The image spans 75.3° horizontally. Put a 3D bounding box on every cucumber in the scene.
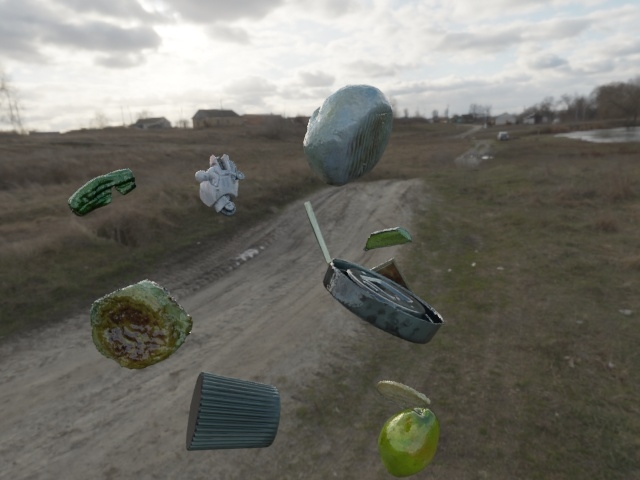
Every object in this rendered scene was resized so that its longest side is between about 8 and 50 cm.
[{"bbox_3d":[0.234,-0.012,1.536,0.220,0.070,0.046,-14,34,43],"label":"cucumber"}]

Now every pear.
[{"bbox_3d":[0.285,0.629,1.321,0.187,0.220,0.187,34,8,-6],"label":"pear"}]

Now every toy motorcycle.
[{"bbox_3d":[-0.380,-0.213,1.530,0.170,0.260,0.110,22,-40,-38],"label":"toy motorcycle"}]

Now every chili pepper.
[{"bbox_3d":[-0.790,-0.180,1.502,0.083,0.099,0.253,8,39,48],"label":"chili pepper"}]

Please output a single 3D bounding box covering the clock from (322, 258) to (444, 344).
[{"bbox_3d":[0.150,0.143,1.018,0.312,0.061,0.312,26,9,-4],"label":"clock"}]

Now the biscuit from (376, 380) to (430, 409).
[{"bbox_3d":[0.331,0.630,1.668,0.265,0.188,0.040,-15,31,53],"label":"biscuit"}]

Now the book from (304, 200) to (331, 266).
[{"bbox_3d":[0.000,0.000,1.779,0.031,0.264,0.379,-20,-10,0],"label":"book"}]

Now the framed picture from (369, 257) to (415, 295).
[{"bbox_3d":[0.276,0.237,1.988,0.289,0.211,0.020,-29,4,17],"label":"framed picture"}]

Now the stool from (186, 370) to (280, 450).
[{"bbox_3d":[-0.359,0.716,1.719,0.330,0.297,0.297,14,9,-20],"label":"stool"}]

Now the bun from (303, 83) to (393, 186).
[{"bbox_3d":[0.088,-0.350,1.376,0.211,0.362,0.362,34,31,27],"label":"bun"}]

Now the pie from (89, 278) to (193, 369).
[{"bbox_3d":[-0.627,0.296,1.425,0.354,0.288,0.103,-20,6,3],"label":"pie"}]
